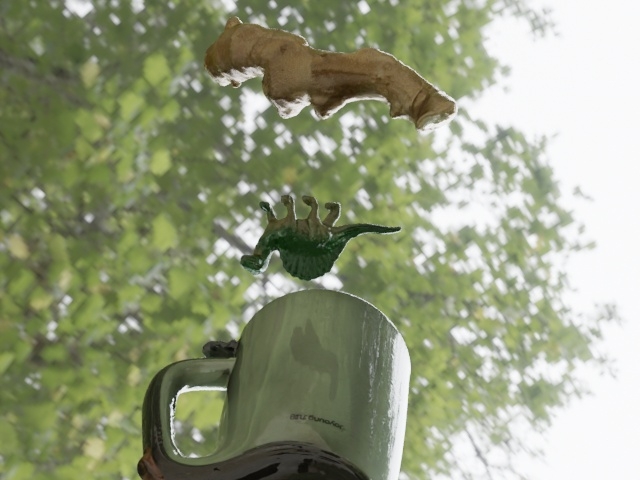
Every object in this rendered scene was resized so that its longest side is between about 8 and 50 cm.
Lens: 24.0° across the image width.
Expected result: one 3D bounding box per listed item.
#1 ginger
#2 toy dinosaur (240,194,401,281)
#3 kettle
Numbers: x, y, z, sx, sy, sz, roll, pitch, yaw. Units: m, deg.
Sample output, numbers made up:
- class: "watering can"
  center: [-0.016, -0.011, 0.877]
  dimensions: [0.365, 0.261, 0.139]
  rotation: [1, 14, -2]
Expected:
- class: "ginger"
  center: [0.006, -0.147, 1.409]
  dimensions: [0.288, 0.075, 0.089]
  rotation: [20, -78, 27]
- class: "toy dinosaur"
  center: [-0.001, 0.000, 1.084]
  dimensions: [0.119, 0.029, 0.060]
  rotation: [3, -100, -16]
- class: "kettle"
  center: [-0.037, 0.168, 1.293]
  dimensions: [0.240, 0.165, 0.255]
  rotation: [14, -151, -1]
